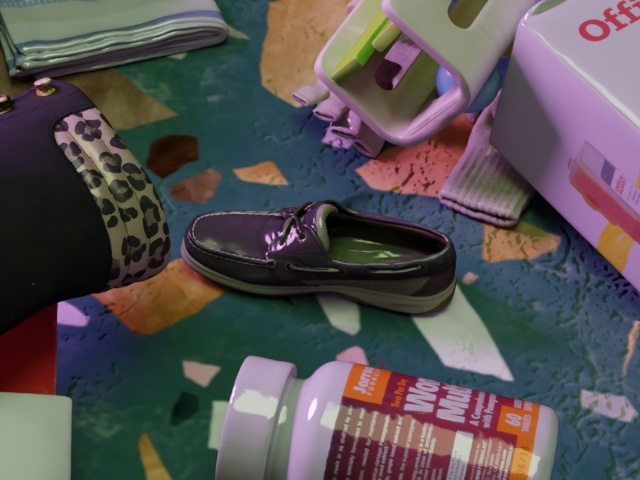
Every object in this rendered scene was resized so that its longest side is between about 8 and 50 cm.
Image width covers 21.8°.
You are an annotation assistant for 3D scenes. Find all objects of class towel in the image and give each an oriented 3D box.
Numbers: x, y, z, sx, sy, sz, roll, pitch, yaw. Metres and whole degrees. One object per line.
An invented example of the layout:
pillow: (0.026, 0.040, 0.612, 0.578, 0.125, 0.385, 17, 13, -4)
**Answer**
towel: (-0.225, -0.264, 1.580, 0.209, 0.034, 0.285, -12, 49, -17)

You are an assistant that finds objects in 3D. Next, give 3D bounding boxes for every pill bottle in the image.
pill bottle: (0.046, 0.151, 1.148, 0.221, 0.121, 0.121, 12, 47, 6)

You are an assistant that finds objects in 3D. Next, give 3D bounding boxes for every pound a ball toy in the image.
pound a ball toy: (0.122, -0.212, 1.450, 0.136, 0.208, 0.319, 41, 54, -8)

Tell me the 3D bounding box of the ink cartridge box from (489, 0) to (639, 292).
ink cartridge box: (0.367, -0.062, 1.329, 0.279, 0.160, 0.384, -28, 61, -27)

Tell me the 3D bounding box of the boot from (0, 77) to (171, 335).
boot: (-0.311, -0.054, 1.184, 0.377, 0.138, 0.284, 41, 40, 25)

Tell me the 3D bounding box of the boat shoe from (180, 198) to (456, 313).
boat shoe: (0.000, 0.001, 1.319, 0.224, 0.073, 0.080, 10, 46, 4)

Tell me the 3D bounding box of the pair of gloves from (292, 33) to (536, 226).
pair of gloves: (0.119, -0.123, 1.471, 0.240, 0.042, 0.204, 29, 51, 20)

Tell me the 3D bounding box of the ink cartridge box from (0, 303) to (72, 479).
ink cartridge box: (-0.319, 0.114, 1.119, 0.296, 0.066, 0.261, 5, 58, -16)
